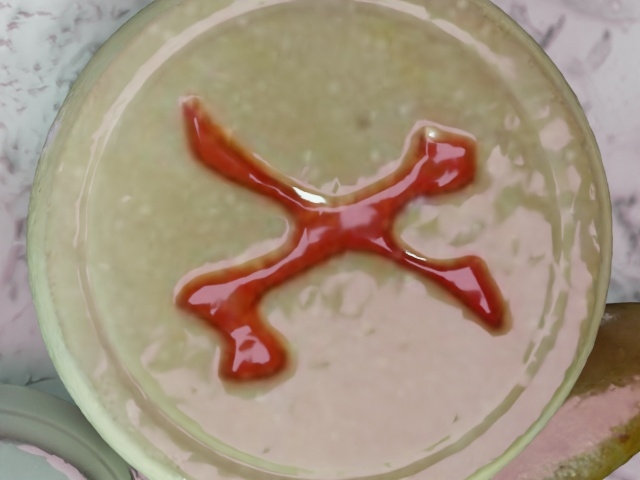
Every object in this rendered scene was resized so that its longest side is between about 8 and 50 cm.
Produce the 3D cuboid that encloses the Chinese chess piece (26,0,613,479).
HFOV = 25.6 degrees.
[{"bbox_3d":[0.000,0.000,0.824,0.338,0.140,0.338,0,90,-5],"label":"Chinese chess piece"}]

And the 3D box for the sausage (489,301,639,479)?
[{"bbox_3d":[0.039,0.195,0.948,0.501,0.136,0.123,-37,128,-3],"label":"sausage"}]

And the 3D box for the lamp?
[{"bbox_3d":[-0.221,0.165,0.877,0.246,0.108,0.179,21,105,-14],"label":"lamp"}]
